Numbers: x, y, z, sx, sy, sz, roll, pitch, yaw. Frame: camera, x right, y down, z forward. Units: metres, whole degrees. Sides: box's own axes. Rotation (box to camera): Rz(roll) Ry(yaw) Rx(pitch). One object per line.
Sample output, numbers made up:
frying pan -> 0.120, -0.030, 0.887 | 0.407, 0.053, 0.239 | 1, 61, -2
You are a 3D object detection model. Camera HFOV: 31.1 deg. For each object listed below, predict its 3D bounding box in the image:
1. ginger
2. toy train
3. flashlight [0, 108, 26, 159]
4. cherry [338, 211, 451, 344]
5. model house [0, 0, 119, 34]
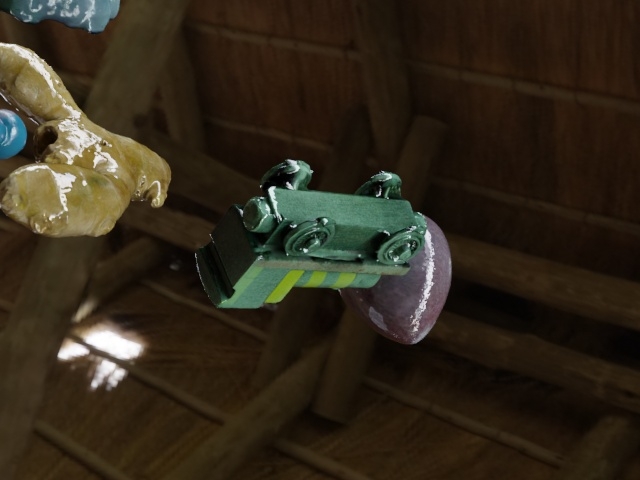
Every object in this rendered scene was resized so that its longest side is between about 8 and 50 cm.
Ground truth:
ginger -> -0.316, -0.099, 1.633 | 0.122, 0.348, 0.363 | -48, -138, 15
toy train -> 0.000, 0.001, 1.016 | 0.132, 0.200, 0.083 | -48, -129, 34
flashlight -> -0.316, -0.103, 1.079 | 0.051, 0.129, 0.051 | 0, -90, 6
cherry -> 0.055, 0.051, 1.217 | 0.188, 0.115, 0.148 | -27, -104, 20
model house -> -0.328, -0.470, 1.383 | 0.329, 0.252, 0.295 | -63, -147, 27
